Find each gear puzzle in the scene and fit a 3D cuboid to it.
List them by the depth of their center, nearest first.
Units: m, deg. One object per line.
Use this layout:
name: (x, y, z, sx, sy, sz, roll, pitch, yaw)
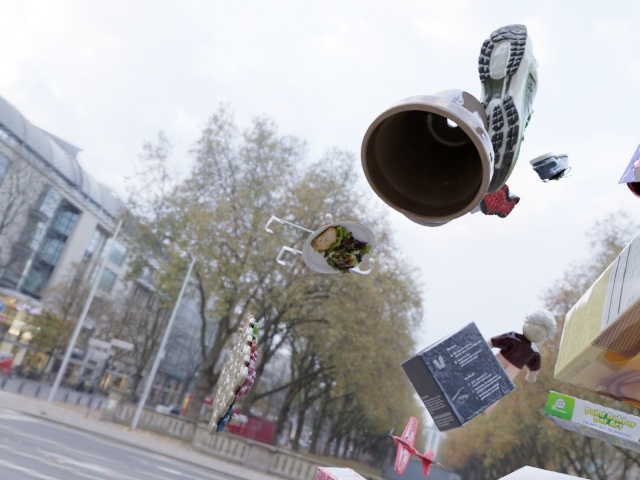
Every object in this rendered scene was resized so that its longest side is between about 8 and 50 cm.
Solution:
gear puzzle: (-0.173, 0.271, 1.322, 0.044, 0.176, 0.339, 27, 17, -11)

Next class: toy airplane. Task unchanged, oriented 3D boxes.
toy airplane: (0.224, 0.505, 1.467, 0.151, 0.151, 0.028, 21, -38, -14)

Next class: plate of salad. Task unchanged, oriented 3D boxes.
plate of salad: (0.051, 0.028, 1.607, 0.199, 0.048, 0.200, -9, -43, -8)

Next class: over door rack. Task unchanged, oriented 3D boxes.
over door rack: (0.000, 0.000, 2.002, 0.324, 0.108, 0.239, 9, 25, -19)

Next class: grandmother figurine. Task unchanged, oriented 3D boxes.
grandmother figurine: (0.532, 0.335, 1.699, 0.207, 0.342, 0.104, 29, 12, -24)

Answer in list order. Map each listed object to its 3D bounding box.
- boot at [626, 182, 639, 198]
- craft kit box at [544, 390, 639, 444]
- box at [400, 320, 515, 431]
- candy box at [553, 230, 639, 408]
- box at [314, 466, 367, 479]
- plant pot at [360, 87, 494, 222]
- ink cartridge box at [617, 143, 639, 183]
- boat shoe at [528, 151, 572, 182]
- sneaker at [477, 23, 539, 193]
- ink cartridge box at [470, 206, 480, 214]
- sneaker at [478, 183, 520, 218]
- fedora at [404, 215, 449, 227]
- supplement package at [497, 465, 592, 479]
boot: (1.070, -0.221, 1.975, 0.178, 0.236, 0.085, -5, -44, -12)
craft kit box: (0.613, 0.394, 1.276, 0.246, 0.061, 0.250, 16, -13, 31)
box: (0.276, 0.273, 1.230, 0.156, 0.158, 0.093, -24, -14, -27)
candy box: (0.340, 0.074, 0.522, 0.182, 0.088, 0.316, 17, -25, 12)
box: (0.040, 0.814, 1.796, 0.128, 0.257, 0.122, 15, -2, -35)
plant pot: (0.246, -0.205, 1.256, 0.263, 0.229, 0.263, 18, -48, 21)
ink cartridge box: (1.005, -0.257, 1.684, 0.069, 0.176, 0.371, 42, -20, -17)
boat shoe: (0.686, -0.213, 1.798, 0.095, 0.079, 0.254, -21, -7, 29)
sneaker: (0.475, -0.307, 1.497, 0.182, 0.411, 0.158, 15, -4, -40)
ink cartridge box: (0.630, -0.189, 2.435, 0.109, 0.150, 0.063, 56, -39, -5)
sneaker: (0.479, -0.135, 1.764, 0.125, 0.104, 0.261, 42, 12, 30)
fedora: (0.313, -0.181, 1.736, 0.243, 0.276, 0.124, -17, 12, 11)
supplement package: (0.484, 0.594, 1.243, 0.175, 0.178, 0.293, -13, -4, -26)
